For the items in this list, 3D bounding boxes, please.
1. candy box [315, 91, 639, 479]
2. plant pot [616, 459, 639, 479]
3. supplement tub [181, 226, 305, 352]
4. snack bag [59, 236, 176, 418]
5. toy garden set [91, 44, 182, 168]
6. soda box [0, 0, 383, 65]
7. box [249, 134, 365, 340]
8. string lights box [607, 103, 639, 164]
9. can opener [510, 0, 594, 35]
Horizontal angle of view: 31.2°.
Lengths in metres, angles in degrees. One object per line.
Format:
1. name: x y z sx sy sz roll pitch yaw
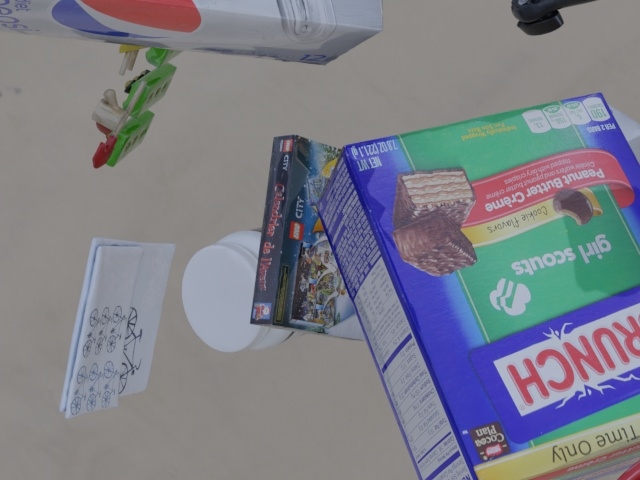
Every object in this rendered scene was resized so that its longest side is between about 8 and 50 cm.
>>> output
1. candy box: 0.177 0.051 0.988 0.268 0.122 0.317 -13 67 -19
2. plant pot: 0.303 0.260 0.815 0.191 0.174 0.191 -32 31 22
3. supplement tub: -0.071 0.069 1.843 0.191 0.191 0.272 22 21 32
4. snack bag: -0.369 0.158 2.145 0.037 0.342 0.323 11 91 17
5. toy garden set: -0.206 -0.195 1.284 0.049 0.244 0.204 29 23 -1
6. soda box: -0.109 -0.167 0.646 0.286 0.091 0.098 3 84 -22
7. box: 0.000 0.000 1.420 0.044 0.159 0.233 -2 78 49
8. string lights box: 0.244 -0.038 1.290 0.259 0.133 0.077 -25 43 -18
9. can opener: 0.347 -0.348 1.619 0.186 0.073 0.059 -16 54 47
